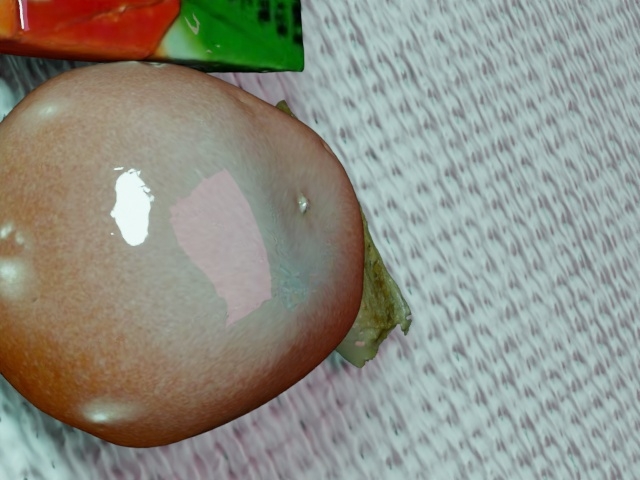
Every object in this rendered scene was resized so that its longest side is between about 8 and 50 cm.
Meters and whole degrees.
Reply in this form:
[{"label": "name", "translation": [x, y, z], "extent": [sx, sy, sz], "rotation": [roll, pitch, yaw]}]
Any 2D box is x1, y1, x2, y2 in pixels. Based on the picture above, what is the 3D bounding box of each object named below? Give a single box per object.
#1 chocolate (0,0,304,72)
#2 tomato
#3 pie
[{"label": "chocolate", "translation": [-0.185, -0.327, 1.545], "extent": [0.341, 0.161, 0.360], "rotation": [0, 85, -46]}, {"label": "tomato", "translation": [-0.122, 0.000, 1.436], "extent": [0.341, 0.273, 0.341], "rotation": [13, 71, -43]}, {"label": "pie", "translation": [0.000, 0.000, 1.725], "extent": [0.282, 0.068, 0.128], "rotation": [57, 44, -16]}]
